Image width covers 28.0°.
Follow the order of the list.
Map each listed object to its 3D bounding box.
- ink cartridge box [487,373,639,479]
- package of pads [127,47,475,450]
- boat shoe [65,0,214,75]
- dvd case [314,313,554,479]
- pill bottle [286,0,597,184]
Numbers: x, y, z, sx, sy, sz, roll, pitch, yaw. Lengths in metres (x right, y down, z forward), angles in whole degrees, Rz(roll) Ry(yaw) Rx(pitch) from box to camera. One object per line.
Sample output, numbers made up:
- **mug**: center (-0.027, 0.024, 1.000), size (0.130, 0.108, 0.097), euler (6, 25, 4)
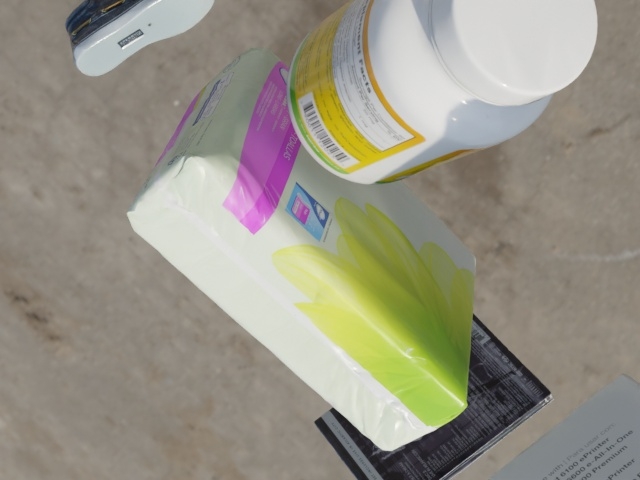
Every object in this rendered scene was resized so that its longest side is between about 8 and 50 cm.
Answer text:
- **ink cartridge box**: center (0.255, 0.242, 0.746), size (0.223, 0.129, 0.307), euler (54, 175, -23)
- **package of pads**: center (0.000, 0.000, 1.053), size (0.101, 0.229, 0.296), euler (-38, 107, 26)
- **boat shoe**: center (-0.217, -0.272, 1.507), size (0.083, 0.183, 0.065), euler (64, -176, 36)
- **dvd case**: center (0.121, 0.188, 1.413), size (0.164, 0.221, 0.018), euler (48, 171, 44)
- **pill bottle**: center (0.079, -0.122, 0.880), size (0.136, 0.136, 0.245), euler (48, 159, -10)
